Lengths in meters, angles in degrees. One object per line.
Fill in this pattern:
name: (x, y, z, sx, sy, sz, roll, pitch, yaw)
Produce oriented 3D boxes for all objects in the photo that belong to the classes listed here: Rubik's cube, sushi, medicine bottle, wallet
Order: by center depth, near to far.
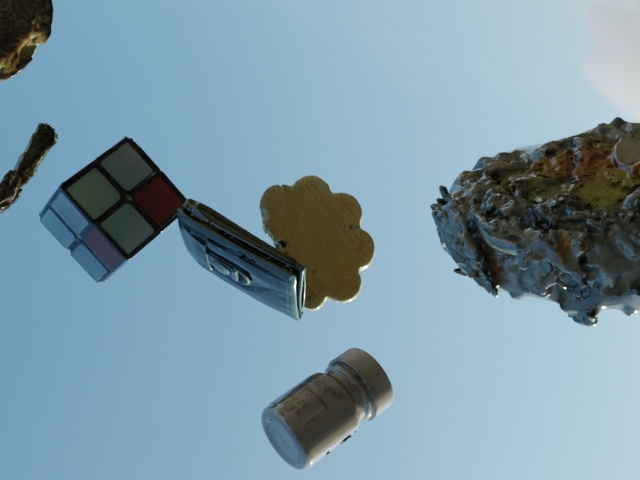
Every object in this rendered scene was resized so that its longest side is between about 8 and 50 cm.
sushi: (0.349, -0.034, 1.093, 0.417, 0.417, 0.176, -48, -53, -57)
medicine bottle: (0.009, 0.234, 1.145, 0.168, 0.105, 0.105, -31, -102, -29)
wallet: (-0.128, 0.037, 1.342, 0.236, 0.160, 0.055, 32, -118, 18)
Rubik's cube: (-0.381, -0.054, 1.515, 0.180, 0.167, 0.183, 51, -126, -6)

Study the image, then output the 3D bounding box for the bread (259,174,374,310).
bread: (0.000, 0.000, 1.481, 0.182, 0.039, 0.251, -17, -107, -11)

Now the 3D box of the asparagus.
asparagus: (-0.400, -0.094, 1.100, 0.030, 0.036, 0.165, 10, -129, 13)

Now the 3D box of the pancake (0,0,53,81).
pancake: (-0.447, -0.306, 1.077, 0.199, 0.199, 0.021, 19, -174, -36)
